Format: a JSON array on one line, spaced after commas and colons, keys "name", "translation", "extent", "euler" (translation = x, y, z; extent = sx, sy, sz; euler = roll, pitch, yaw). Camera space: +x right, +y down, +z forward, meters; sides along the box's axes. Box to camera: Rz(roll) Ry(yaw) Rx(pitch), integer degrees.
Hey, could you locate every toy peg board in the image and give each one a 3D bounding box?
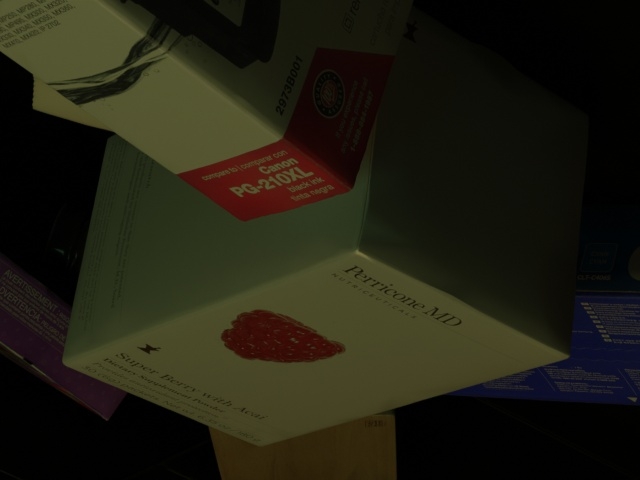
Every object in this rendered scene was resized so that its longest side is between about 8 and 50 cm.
[{"name": "toy peg board", "translation": [-0.013, 0.151, 1.644], "extent": [0.160, 0.079, 0.161], "euler": [-1, 152, 2]}]

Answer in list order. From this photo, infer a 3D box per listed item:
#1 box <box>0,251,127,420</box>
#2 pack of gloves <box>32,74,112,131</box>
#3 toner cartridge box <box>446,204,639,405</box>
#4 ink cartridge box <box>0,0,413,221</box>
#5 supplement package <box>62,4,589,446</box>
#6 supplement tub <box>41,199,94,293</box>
[{"name": "box", "translation": [-0.291, 0.028, 1.462], "extent": [0.293, 0.057, 0.201], "euler": [23, 164, 49]}, {"name": "pack of gloves", "translation": [-0.091, -0.087, 1.248], "extent": [0.232, 0.046, 0.195], "euler": [18, 153, 0]}, {"name": "toner cartridge box", "translation": [0.203, 0.047, 1.288], "extent": [0.347, 0.075, 0.165], "euler": [1, 148, 30]}, {"name": "ink cartridge box", "translation": [-0.071, -0.147, 0.976], "extent": [0.237, 0.172, 0.100], "euler": [36, 148, -32]}, {"name": "supplement package", "translation": [0.000, 0.000, 1.169], "extent": [0.177, 0.175, 0.293], "euler": [27, 148, -32]}, {"name": "supplement tub", "translation": [-0.110, 0.030, 1.414], "extent": [0.197, 0.106, 0.106], "euler": [16, 154, 3]}]
